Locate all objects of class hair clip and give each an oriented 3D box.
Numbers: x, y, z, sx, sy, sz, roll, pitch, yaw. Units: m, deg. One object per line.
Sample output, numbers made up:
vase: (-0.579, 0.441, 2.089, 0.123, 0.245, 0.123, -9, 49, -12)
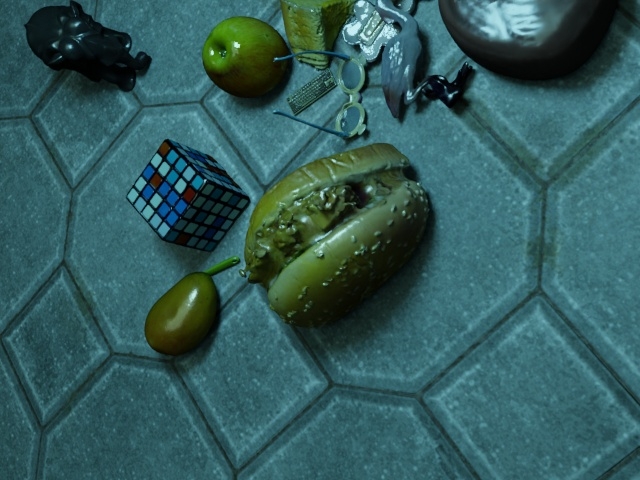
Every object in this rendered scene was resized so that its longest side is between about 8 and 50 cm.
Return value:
hair clip: (0.152, -0.521, 1.689, 0.146, 0.075, 0.257, 36, 109, 14)

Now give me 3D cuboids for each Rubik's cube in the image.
Rubik's cube: (-0.315, -0.104, 1.828, 0.182, 0.187, 0.184, 45, 102, 29)

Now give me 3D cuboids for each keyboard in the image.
keyboard: (-0.022, -0.349, 1.791, 0.129, 0.015, 0.049, -31, 68, 23)

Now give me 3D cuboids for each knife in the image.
knife: (-0.270, 0.078, 1.867, 0.184, 0.022, 0.026, -26, 44, 26)

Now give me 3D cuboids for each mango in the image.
mango: (-0.327, 0.179, 1.826, 0.221, 0.120, 0.151, -45, 61, 8)

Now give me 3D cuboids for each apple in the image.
apple: (-0.182, -0.436, 1.808, 0.196, 0.196, 0.196, -5, 79, 30)

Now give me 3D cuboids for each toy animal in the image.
toy animal: (0.183, -0.402, 1.633, 0.195, 0.090, 0.324, -34, 78, 20)

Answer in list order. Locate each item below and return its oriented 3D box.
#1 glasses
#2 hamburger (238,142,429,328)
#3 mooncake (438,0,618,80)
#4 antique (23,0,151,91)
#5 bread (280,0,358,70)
glasses: (-0.011, -0.327, 1.688, 0.088, 0.220, 0.190, 171, 101, -67)
hamburger: (0.000, 0.000, 1.571, 0.445, 0.287, 0.268, -40, 66, 22)
mooncake: (0.405, -0.470, 1.471, 0.334, 0.174, 0.326, -33, 65, 23)
antique: (-0.647, -0.526, 2.055, 0.322, 0.255, 0.185, 20, 90, 29)
bread: (0.003, -0.511, 1.784, 0.140, 0.169, 0.160, 26, 55, 31)
